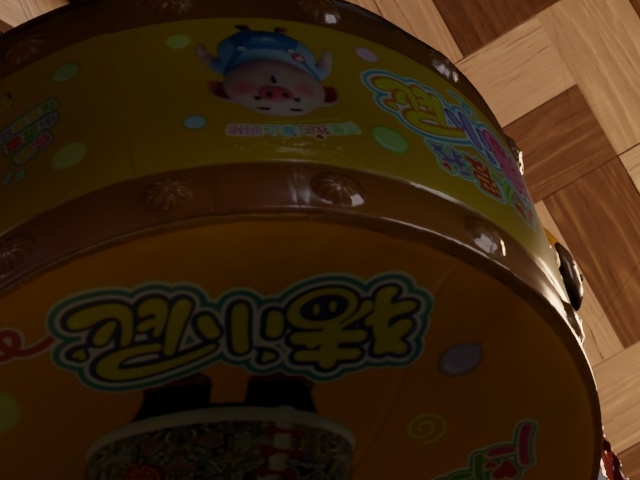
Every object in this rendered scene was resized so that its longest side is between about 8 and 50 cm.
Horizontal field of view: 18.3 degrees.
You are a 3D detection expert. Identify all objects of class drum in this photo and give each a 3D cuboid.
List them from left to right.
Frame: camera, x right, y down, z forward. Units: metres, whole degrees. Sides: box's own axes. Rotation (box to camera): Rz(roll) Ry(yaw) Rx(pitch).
[{"bbox_3d":[-0.057,0.076,1.138,0.431,0.431,0.214,51,17,-37],"label":"drum"}]

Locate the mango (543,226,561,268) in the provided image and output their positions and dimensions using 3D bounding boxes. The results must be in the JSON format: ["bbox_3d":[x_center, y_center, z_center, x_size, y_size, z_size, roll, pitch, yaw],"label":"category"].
[{"bbox_3d":[0.160,0.064,2.083,0.145,0.219,0.112,52,4,-26],"label":"mango"}]

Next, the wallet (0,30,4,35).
[{"bbox_3d":[-0.296,-0.161,1.689,0.243,0.039,0.133,46,11,-48],"label":"wallet"}]

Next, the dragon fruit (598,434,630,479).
[{"bbox_3d":[0.179,0.268,2.065,0.277,0.277,0.342,62,21,10],"label":"dragon fruit"}]
